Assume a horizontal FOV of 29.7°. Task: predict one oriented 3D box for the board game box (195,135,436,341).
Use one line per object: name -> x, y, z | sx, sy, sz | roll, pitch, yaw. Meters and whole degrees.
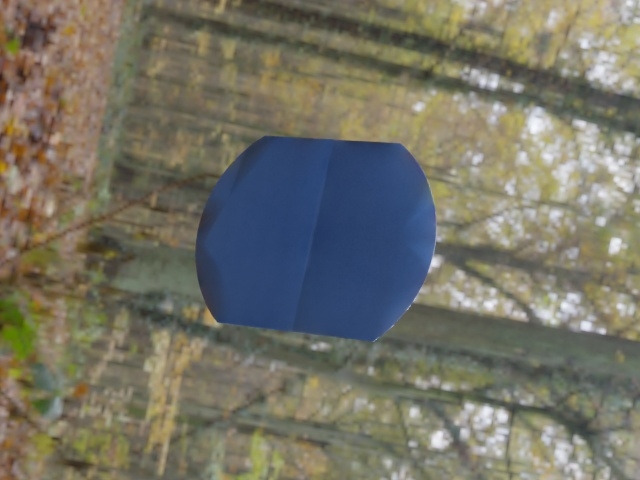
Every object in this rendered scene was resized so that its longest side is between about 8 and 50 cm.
board game box -> 0.000, 0.000, 0.804 | 0.033, 0.168, 0.133 | 41, 57, -63
